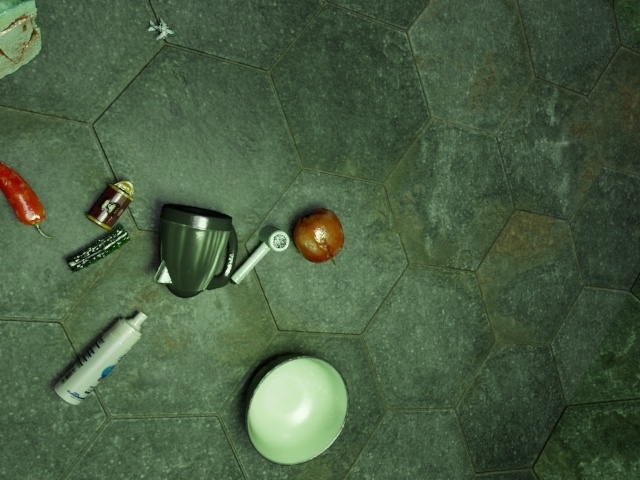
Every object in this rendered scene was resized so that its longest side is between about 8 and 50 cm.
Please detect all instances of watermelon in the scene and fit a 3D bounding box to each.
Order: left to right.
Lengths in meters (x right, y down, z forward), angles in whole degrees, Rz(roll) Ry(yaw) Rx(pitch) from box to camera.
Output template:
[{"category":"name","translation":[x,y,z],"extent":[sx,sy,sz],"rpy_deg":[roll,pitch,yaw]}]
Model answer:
[{"category":"watermelon","translation":[-0.841,-0.554,1.208],"extent":[0.262,0.201,0.213],"rpy_deg":[38,76,23]}]

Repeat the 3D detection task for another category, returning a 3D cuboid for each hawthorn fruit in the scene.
[{"category":"hawthorn fruit","translation":[0.000,0.000,1.567],"extent":[0.179,0.179,0.200],"rpy_deg":[-29,99,-19]}]

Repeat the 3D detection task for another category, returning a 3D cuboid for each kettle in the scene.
[{"category":"kettle","translation":[-0.386,0.039,1.421],"extent":[0.208,0.251,0.270],"rpy_deg":[13,96,6]}]

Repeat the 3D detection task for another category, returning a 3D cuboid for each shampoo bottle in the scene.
[{"category":"shampoo bottle","translation":[-0.625,0.330,1.370],"extent":[0.303,0.092,0.092],"rpy_deg":[-48,110,-14]}]

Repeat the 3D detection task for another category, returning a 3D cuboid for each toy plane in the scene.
[{"category":"toy plane","translation":[-0.471,-0.629,1.404],"extent":[0.083,0.031,0.078],"rpy_deg":[9,77,-21]}]

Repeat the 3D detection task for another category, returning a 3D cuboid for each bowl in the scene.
[{"category":"bowl","translation":[-0.099,0.532,1.559],"extent":[0.354,0.185,0.353],"rpy_deg":[-2,94,-24]}]

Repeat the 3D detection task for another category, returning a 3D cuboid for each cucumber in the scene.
[{"category":"cucumber","translation":[-0.643,0.026,1.361],"extent":[0.187,0.058,0.058],"rpy_deg":[-36,106,-17]}]

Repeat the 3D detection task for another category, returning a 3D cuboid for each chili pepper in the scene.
[{"category":"chili pepper","translation":[-0.816,-0.119,1.276],"extent":[0.071,0.063,0.272],"rpy_deg":[-37,104,-30]}]

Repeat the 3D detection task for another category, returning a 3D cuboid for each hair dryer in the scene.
[{"category":"hair dryer","translation":[-0.208,0.052,1.516],"extent":[0.236,0.131,0.073],"rpy_deg":[-45,110,-8]}]

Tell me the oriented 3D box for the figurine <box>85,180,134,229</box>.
[{"category":"figurine","translation":[-0.600,-0.109,1.348],"extent":[0.082,0.098,0.154],"rpy_deg":[36,82,-17]}]
